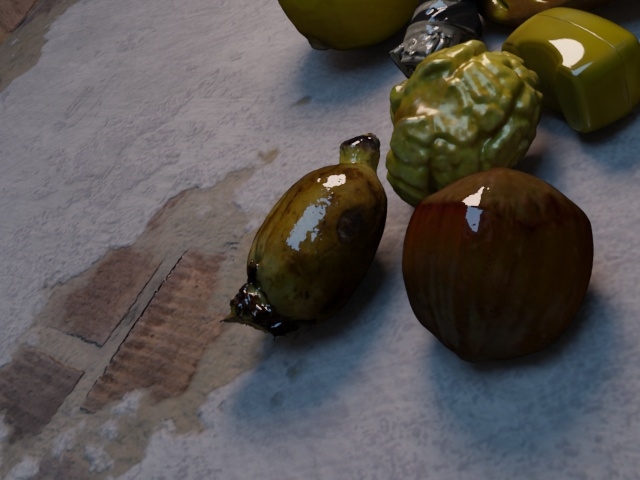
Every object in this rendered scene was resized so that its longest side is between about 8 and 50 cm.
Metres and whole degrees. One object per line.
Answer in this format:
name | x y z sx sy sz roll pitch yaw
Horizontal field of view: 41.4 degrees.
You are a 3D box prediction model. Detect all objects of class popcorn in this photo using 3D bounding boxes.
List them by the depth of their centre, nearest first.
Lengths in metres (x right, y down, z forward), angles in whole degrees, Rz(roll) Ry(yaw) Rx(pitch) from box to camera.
popcorn | 0.184 -0.146 1.110 0.200 0.203 0.226 6 97 11

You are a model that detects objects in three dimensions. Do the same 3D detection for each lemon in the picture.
lemon | 0.050 -0.460 1.411 0.293 0.293 0.293 -20 43 20

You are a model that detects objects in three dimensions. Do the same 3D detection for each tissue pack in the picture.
tissue pack | 0.334 -0.228 1.098 0.127 0.123 0.178 -35 39 -7

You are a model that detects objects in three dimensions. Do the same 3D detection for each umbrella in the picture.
umbrella | 0.221 -0.410 1.302 0.113 0.106 0.357 19 87 59

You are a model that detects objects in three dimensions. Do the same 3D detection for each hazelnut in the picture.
hazelnut | 0.185 0.022 0.926 0.210 0.186 0.210 -7 44 7

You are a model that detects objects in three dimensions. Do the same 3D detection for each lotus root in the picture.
lotus root | 0.000 0.000 1.093 0.314 0.141 0.169 -58 18 -6

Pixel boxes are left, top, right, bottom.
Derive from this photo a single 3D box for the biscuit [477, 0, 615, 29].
biscuit | 0.379 -0.484 1.248 0.394 0.070 0.350 -18 55 46
